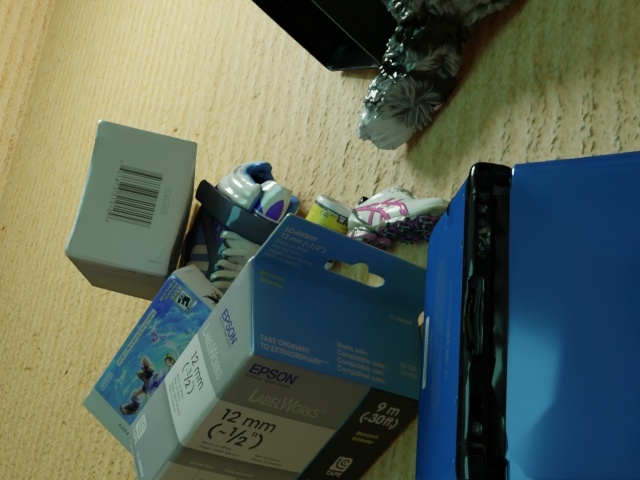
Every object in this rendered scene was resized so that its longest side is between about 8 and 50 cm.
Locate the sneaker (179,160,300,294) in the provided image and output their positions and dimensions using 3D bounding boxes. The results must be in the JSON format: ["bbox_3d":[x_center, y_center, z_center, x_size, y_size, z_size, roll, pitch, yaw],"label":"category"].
[{"bbox_3d":[-0.121,0.022,1.324,0.236,0.130,0.323,-50,32,34],"label":"sneaker"}]

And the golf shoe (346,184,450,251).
[{"bbox_3d":[0.096,-0.037,1.112,0.186,0.067,0.086,-13,61,52],"label":"golf shoe"}]

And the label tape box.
[{"bbox_3d":[-0.022,0.164,1.002,0.348,0.249,0.115,-52,37,24],"label":"label tape box"}]

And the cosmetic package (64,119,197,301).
[{"bbox_3d":[-0.298,-0.030,1.447,0.385,0.156,0.217,133,150,-74],"label":"cosmetic package"}]

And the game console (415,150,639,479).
[{"bbox_3d":[0.199,0.088,0.787,0.250,0.173,0.293,110,168,-67],"label":"game console"}]

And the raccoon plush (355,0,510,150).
[{"bbox_3d":[0.114,-0.384,1.174,0.446,0.216,0.299,-53,29,22],"label":"raccoon plush"}]

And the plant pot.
[{"bbox_3d":[0.033,-0.371,1.284,0.167,0.188,0.187,-54,24,-7],"label":"plant pot"}]

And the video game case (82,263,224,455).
[{"bbox_3d":[-0.174,0.214,1.232,0.244,0.061,0.269,41,112,11],"label":"video game case"}]

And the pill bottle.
[{"bbox_3d":[0.000,0.000,1.229,0.116,0.065,0.065,-63,34,9],"label":"pill bottle"}]
